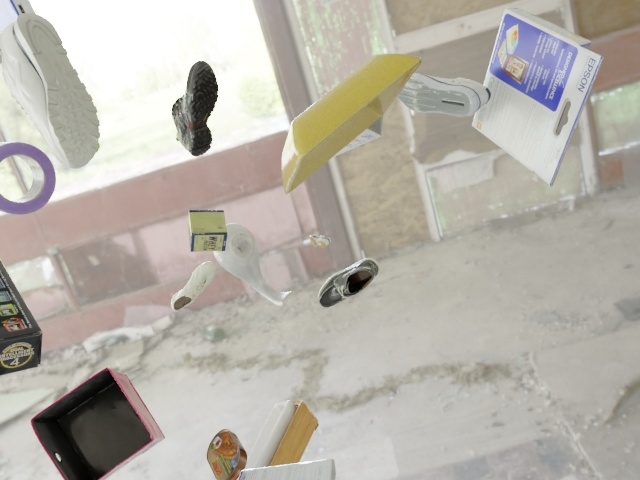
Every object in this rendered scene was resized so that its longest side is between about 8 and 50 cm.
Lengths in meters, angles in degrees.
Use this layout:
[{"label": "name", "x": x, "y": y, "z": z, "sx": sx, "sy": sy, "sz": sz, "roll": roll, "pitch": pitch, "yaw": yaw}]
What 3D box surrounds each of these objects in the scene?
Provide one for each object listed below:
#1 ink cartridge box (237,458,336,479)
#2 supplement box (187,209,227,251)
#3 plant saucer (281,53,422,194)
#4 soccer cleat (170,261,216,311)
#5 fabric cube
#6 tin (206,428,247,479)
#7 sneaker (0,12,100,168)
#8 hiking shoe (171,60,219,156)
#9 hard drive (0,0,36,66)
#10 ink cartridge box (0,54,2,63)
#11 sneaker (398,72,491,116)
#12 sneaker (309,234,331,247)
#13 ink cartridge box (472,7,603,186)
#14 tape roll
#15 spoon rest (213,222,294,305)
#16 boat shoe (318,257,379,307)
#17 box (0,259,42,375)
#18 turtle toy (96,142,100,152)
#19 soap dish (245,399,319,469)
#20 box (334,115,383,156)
[{"label": "ink cartridge box", "x": -0.082, "y": 0.564, "z": 1.396, "sx": 0.224, "sy": 0.045, "sz": 0.223, "roll": -8, "pitch": 11, "yaw": 7}, {"label": "supplement box", "x": -0.264, "y": -0.023, "z": 1.485, "sx": 0.083, "sy": 0.056, "sz": 0.083, "roll": -1, "pitch": 47, "yaw": -17}, {"label": "plant saucer", "x": 0.038, "y": -0.264, "z": 1.394, "sx": 0.333, "sy": 0.081, "sz": 0.333, "roll": -40, "pitch": -1, "yaw": -12}, {"label": "soccer cleat", "x": -0.401, "y": 0.151, "z": 2.032, "sx": 0.196, "sy": 0.068, "sz": 0.076, "roll": -46, "pitch": 25, "yaw": 7}, {"label": "fabric cube", "x": -0.647, "y": 0.558, "z": 1.887, "sx": 0.259, "sy": 0.254, "sz": 0.258, "roll": -34, "pitch": -9, "yaw": -14}, {"label": "tin", "x": -0.265, "y": 0.608, "z": 1.799, "sx": 0.106, "sy": 0.040, "sz": 0.190, "roll": -49, "pitch": 28, "yaw": -5}, {"label": "sneaker", "x": -0.411, "y": -0.213, "z": 0.958, "sx": 0.095, "sy": 0.235, "sz": 0.090, "roll": -20, "pitch": 0, "yaw": 28}, {"label": "hiking shoe", "x": -0.305, "y": -0.311, "z": 1.474, "sx": 0.114, "sy": 0.226, "sz": 0.086, "roll": 31, "pitch": 35, "yaw": 27}, {"label": "hard drive", "x": -0.708, "y": -0.469, "z": 1.483, "sx": 0.040, "sy": 0.210, "sz": 0.319, "roll": -31, "pitch": 11, "yaw": -31}, {"label": "ink cartridge box", "x": -0.638, "y": -0.296, "z": 1.061, "sx": 0.060, "sy": 0.104, "sz": 0.180, "roll": 27, "pitch": 61, "yaw": 29}, {"label": "sneaker", "x": 0.293, "y": -0.353, "z": 1.543, "sx": 0.091, "sy": 0.094, "sz": 0.258, "roll": -25, "pitch": 38, "yaw": -32}, {"label": "sneaker", "x": 0.000, "y": 0.000, "z": 1.833, "sx": 0.037, "sy": 0.032, "sz": 0.083, "roll": -31, "pitch": 29, "yaw": -25}, {"label": "ink cartridge box", "x": 0.491, "y": -0.329, "z": 1.447, "sx": 0.072, "sy": 0.303, "sz": 0.307, "roll": -11, "pitch": 40, "yaw": -27}, {"label": "tape roll", "x": -0.800, "y": -0.163, "z": 1.668, "sx": 0.080, "sy": 0.189, "sz": 0.189, "roll": 8, "pitch": 30, "yaw": 45}, {"label": "spoon rest", "x": -0.195, "y": 0.073, "z": 1.797, "sx": 0.137, "sy": 0.276, "sz": 0.084, "roll": -46, "pitch": 12, "yaw": -34}, {"label": "boat shoe", "x": 0.078, "y": 0.139, "z": 1.956, "sx": 0.233, "sy": 0.084, "sz": 0.079, "roll": -36, "pitch": 17, "yaw": 25}, {"label": "box", "x": -0.757, "y": 0.124, "z": 1.216, "sx": 0.318, "sy": 0.097, "sz": 0.395, "roll": -9, "pitch": 38, "yaw": -39}, {"label": "turtle toy", "x": -0.673, "y": -0.287, "z": 1.767, "sx": 0.130, "sy": 0.066, "sz": 0.095, "roll": 25, "pitch": 40, "yaw": -7}, {"label": "soap dish", "x": -0.124, "y": 0.620, "z": 1.894, "sx": 0.290, "sy": 0.118, "sz": 0.229, "roll": -62, "pitch": 6, "yaw": -21}, {"label": "box", "x": 0.067, "y": -0.321, "z": 1.739, "sx": 0.103, "sy": 0.114, "sz": 0.203, "roll": 21, "pitch": -21, "yaw": -33}]
